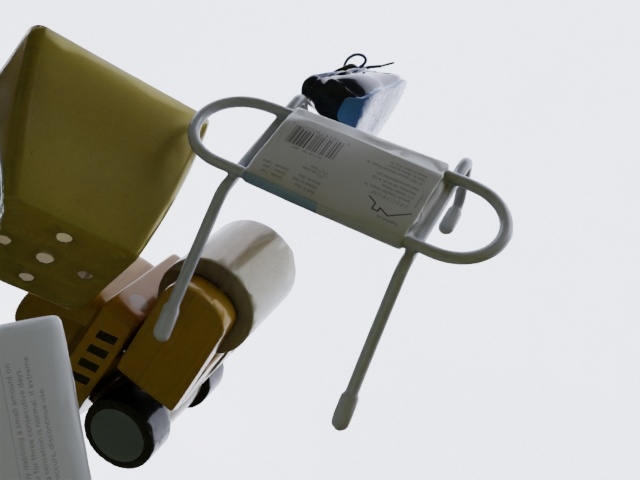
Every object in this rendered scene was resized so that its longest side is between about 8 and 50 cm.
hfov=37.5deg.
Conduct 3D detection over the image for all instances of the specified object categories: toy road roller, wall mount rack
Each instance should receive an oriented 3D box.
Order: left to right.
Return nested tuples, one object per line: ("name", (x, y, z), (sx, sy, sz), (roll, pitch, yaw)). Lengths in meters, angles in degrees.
("toy road roller", (-0.210, 0.084, 1.125), (0.240, 0.202, 0.329), (40, -61, 3))
("wall mount rack", (0.000, 0.000, 0.954), (0.350, 0.304, 0.130), (23, -37, 16))

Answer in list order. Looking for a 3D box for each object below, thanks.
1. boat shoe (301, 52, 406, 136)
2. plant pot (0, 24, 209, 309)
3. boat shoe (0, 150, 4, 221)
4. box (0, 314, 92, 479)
("boat shoe", (0.045, -0.186, 1.164), (0.089, 0.258, 0.109), (31, -82, 9))
("plant pot", (-0.270, -0.054, 0.995), (0.212, 0.187, 0.212), (28, -43, -28))
("boat shoe", (-0.285, -0.086, 0.660), (0.109, 0.091, 0.305), (-35, -125, -9))
("box", (-0.342, 0.164, 0.561), (0.215, 0.345, 0.168), (-15, -95, 49))
